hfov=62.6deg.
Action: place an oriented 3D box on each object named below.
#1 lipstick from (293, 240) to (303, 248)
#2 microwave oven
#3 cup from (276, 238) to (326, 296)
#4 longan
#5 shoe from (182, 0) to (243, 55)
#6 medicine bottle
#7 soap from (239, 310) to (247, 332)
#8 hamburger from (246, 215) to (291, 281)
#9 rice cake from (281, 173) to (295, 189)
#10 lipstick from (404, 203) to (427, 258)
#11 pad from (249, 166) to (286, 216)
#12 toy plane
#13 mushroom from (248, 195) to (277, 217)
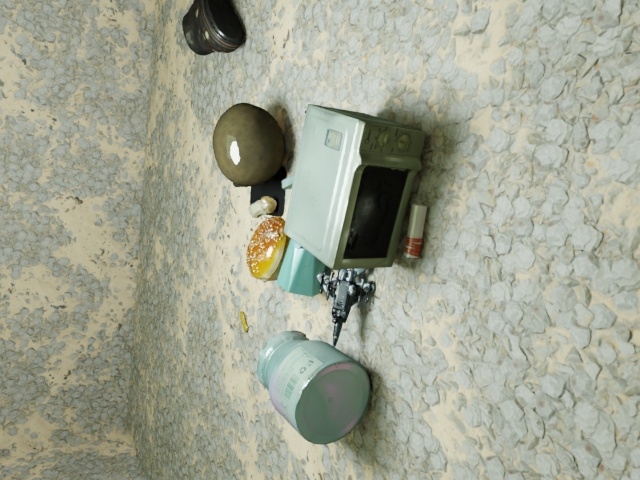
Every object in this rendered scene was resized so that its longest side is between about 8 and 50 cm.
[{"bbox_3d":[0.000,0.000,1.507,0.048,0.158,0.048,0,90,55],"label":"lipstick"},{"bbox_3d":[0.084,-0.138,1.332,0.286,0.218,0.355,34,118,52],"label":"microwave oven"},{"bbox_3d":[-0.044,0.035,1.600,0.134,0.148,0.236,-114,33,-74],"label":"cup"},{"bbox_3d":[-0.246,-0.316,1.796,0.300,0.243,0.300,-176,90,-75],"label":"longan"},{"bbox_3d":[-0.449,-0.854,2.146,0.237,0.171,0.384,-49,50,36],"label":"shoe"},{"bbox_3d":[-0.033,0.395,1.493,0.290,0.245,0.245,23,109,56],"label":"medicine bottle"},{"bbox_3d":[-0.304,0.322,2.084,0.034,0.012,0.089,-51,50,43],"label":"soap"},{"bbox_3d":[-0.159,0.032,1.733,0.237,0.147,0.237,-169,90,-69],"label":"hamburger"},{"bbox_3d":[-0.073,-0.209,1.726,0.180,0.030,0.042,-19,73,53],"label":"rice cake"},{"bbox_3d":[0.230,-0.022,1.275,0.038,0.038,0.131,21,107,54],"label":"lipstick"},{"bbox_3d":[-0.196,-0.183,1.931,0.267,0.004,0.181,14,101,54],"label":"pad"},{"bbox_3d":[0.056,0.171,1.445,0.169,0.078,0.246,11,81,17],"label":"toy plane"},{"bbox_3d":[-0.221,-0.120,1.922,0.202,0.054,0.059,-9,84,60],"label":"mushroom"}]
